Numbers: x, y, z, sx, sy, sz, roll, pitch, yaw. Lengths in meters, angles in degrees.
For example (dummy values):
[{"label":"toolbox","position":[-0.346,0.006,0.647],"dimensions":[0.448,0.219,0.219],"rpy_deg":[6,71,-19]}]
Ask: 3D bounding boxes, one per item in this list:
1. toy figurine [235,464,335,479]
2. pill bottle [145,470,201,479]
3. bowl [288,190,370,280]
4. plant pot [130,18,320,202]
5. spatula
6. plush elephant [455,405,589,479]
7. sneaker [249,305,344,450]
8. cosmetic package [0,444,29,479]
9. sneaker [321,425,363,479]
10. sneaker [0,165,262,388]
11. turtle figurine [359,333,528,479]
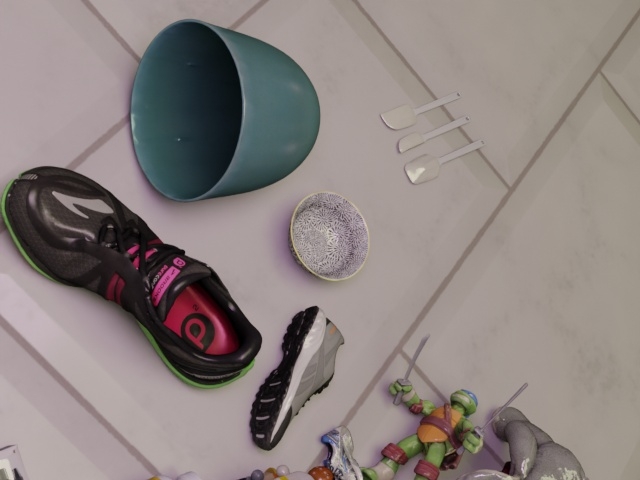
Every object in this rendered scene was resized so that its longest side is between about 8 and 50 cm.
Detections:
[{"label":"toy figurine","position":[-0.052,0.464,1.449],"dimensions":[0.148,0.213,0.210],"rpy_deg":[-6,76,-44]},{"label":"pill bottle","position":[-0.266,0.422,1.388],"dimensions":[0.184,0.103,0.103],"rpy_deg":[-16,85,-34]},{"label":"bowl","position":[0.000,0.000,1.688],"dimensions":[0.170,0.080,0.170],"rpy_deg":[10,71,-30]},{"label":"plant pot","position":[-0.142,-0.214,1.547],"dimensions":[0.235,0.293,0.293],"rpy_deg":[-5,79,-46]},{"label":"spatula","position":[0.249,-0.227,1.949],"dimensions":[0.242,0.019,0.168],"rpy_deg":[-24,85,-35]},{"label":"plush elephant","position":[0.354,0.489,1.678],"dimensions":[0.255,0.330,0.272],"rpy_deg":[-17,93,-16]},{"label":"sneaker","position":[-0.033,0.248,1.589],"dimensions":[0.108,0.100,0.272],"rpy_deg":[40,59,-22]},{"label":"cosmetic package","position":[-0.528,0.375,1.263],"dimensions":[0.239,0.060,0.099],"rpy_deg":[-19,86,-35]},{"label":"sneaker","position":[0.034,0.404,1.621],"dimensions":[0.058,0.052,0.135],"rpy_deg":[-12,76,-24]},{"label":"sneaker","position":[-0.275,0.043,1.429],"dimensions":[0.482,0.202,0.185],"rpy_deg":[40,59,-17]},{"label":"turtle figurine","position":[0.190,0.333,1.638],"dimensions":[0.197,0.275,0.266],"rpy_deg":[37,64,10]}]
